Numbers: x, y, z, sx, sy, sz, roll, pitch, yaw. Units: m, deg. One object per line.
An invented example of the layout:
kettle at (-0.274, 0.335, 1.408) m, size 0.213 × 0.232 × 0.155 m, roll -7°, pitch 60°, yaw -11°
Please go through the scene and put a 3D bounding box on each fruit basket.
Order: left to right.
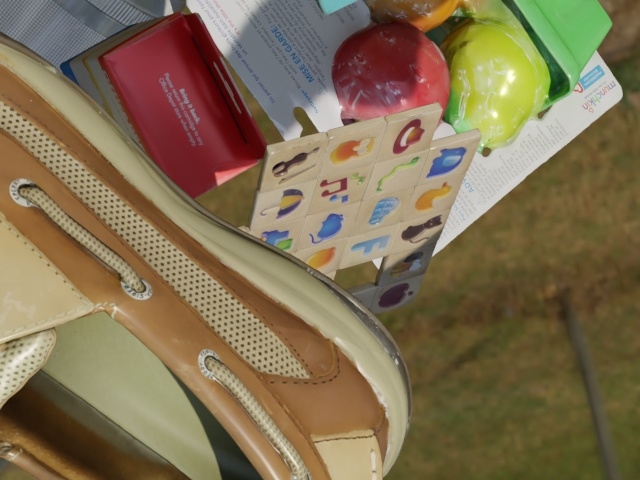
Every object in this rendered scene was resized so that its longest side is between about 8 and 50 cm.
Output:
fruit basket at (0.089, -0.179, 1.624) m, size 0.353 × 0.327 × 0.165 m, roll -39°, pitch -175°, yaw -22°

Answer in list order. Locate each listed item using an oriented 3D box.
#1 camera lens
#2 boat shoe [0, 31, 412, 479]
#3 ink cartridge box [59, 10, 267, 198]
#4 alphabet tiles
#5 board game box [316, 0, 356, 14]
camera lens at (-0.265, -0.231, 1.634) m, size 0.274 × 0.219 × 0.219 m, roll -47°, pitch 140°, yaw 14°
boat shoe at (-0.112, 0.019, 0.622) m, size 0.324 × 0.120 × 0.123 m, roll 30°, pitch 124°, yaw -6°
ink cartridge box at (-0.128, -0.106, 1.374) m, size 0.078 × 0.134 × 0.231 m, roll -31°, pitch -168°, yaw -15°
alphabet tiles at (0.000, 0.000, 1.106) m, size 0.198 × 0.009 × 0.237 m, roll -15°, pitch 149°, yaw -22°
board game box at (-0.040, -0.310, 0.972) m, size 0.079 × 0.254 × 0.336 m, roll -25°, pitch 162°, yaw 0°
